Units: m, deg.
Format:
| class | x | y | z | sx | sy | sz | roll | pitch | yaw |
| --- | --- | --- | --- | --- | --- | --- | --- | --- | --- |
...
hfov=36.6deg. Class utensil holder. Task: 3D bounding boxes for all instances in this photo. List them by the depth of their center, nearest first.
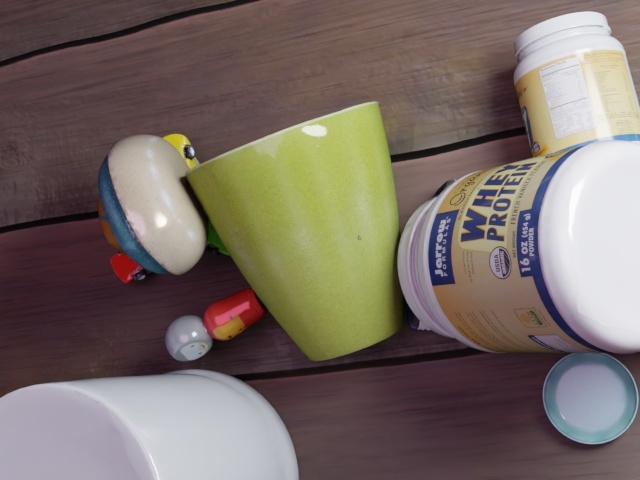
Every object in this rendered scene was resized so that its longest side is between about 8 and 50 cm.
| class | x | y | z | sx | sy | sz | roll | pitch | yaw |
| --- | --- | --- | --- | --- | --- | --- | --- | --- | --- |
| utensil holder | -0.245 | 0.329 | 1.250 | 0.327 | 0.385 | 0.328 | -3 | 82 | 19 |

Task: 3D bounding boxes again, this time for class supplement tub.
| class | x | y | z | sx | sy | sz | roll | pitch | yaw |
| --- | --- | --- | --- | --- | --- | --- | --- | --- | --- |
| supplement tub | 0.255 | 0.018 | 1.136 | 0.316 | 0.228 | 0.228 | -12 | 76 | 60 |
| supplement tub | 0.331 | -0.176 | 1.245 | 0.144 | 0.144 | 0.200 | -15 | 78 | 17 |

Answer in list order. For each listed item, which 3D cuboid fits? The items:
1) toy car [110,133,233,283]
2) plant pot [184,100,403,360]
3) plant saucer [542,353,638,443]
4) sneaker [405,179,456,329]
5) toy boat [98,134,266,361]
| class | x | y | z | sx | sy | sz | roll | pitch | yaw |
| --- | --- | --- | --- | --- | --- | --- | --- | --- | --- |
| toy car | -0.179 | -0.019 | 1.448 | 0.225 | 0.053 | 0.239 | 22 | 91 | 20 |
| plant pot | 0.000 | 0.000 | 1.296 | 0.274 | 0.275 | 0.294 | -20 | 93 | 15 |
| plant saucer | 0.350 | 0.203 | 1.255 | 0.119 | 0.021 | 0.119 | -2 | 83 | 19 |
| sneaker | 0.172 | 0.022 | 1.321 | 0.081 | 0.080 | 0.211 | 11 | 84 | -6 |
| toy boat | -0.209 | 0.015 | 1.318 | 0.148 | 0.267 | 0.318 | -28 | 107 | 5 |
